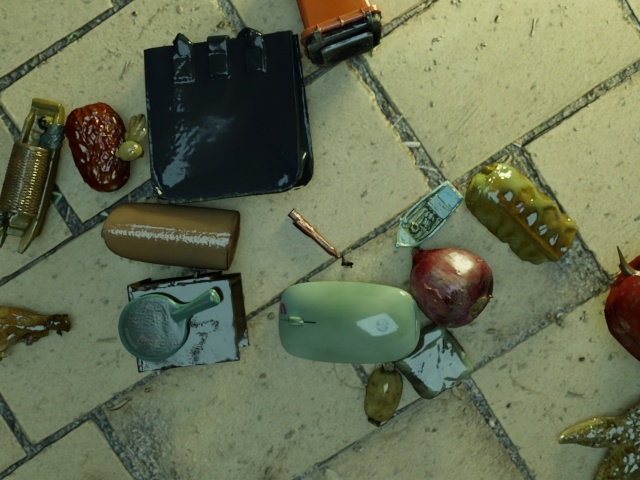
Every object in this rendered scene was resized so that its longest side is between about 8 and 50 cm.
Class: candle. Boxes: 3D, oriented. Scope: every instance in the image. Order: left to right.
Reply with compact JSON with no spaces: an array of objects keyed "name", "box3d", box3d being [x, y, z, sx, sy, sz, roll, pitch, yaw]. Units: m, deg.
[{"name":"candle","box3d":[-0.001,0.001,1.727,0.167,0.021,0.026,42,73,0]}]

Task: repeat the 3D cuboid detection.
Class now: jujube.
[{"name":"jujube","box3d":[-0.433,-0.182,1.696,0.112,0.109,0.176,-8,102,38]}]

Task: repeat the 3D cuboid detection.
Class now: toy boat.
[{"name":"toy boat","box3d":[-0.573,-0.127,1.692,0.089,0.115,0.310,16,93,3]},{"name":"toy boat","box3d":[0.211,-0.047,1.699,0.173,0.059,0.069,-43,91,3]}]

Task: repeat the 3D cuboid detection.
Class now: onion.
[{"name":"onion","box3d":[0.240,0.075,1.671,0.159,0.159,0.195,-51,54,3]}]

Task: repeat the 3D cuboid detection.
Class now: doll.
[{"name":"doll","box3d":[-0.361,-0.198,1.650,0.061,0.051,0.093,-4,87,42]}]

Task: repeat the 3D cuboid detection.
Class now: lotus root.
[{"name":"lotus root","box3d":[0.127,0.301,1.717,0.072,0.063,0.152,10,97,11]}]

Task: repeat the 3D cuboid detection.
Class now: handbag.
[{"name":"handbag","box3d":[-0.177,-0.243,1.662,0.303,0.122,0.329,-5,90,12]}]

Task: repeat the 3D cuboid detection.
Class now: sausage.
[{"name":"sausage","box3d":[-0.289,-0.012,1.686,0.253,0.123,0.123,7,93,1]}]

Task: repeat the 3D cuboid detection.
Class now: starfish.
[{"name":"starfish","box3d":[0.700,0.412,1.699,0.432,0.082,0.324,-26,88,0]}]

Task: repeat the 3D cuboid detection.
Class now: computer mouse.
[{"name":"computer mouse","box3d":[0.050,0.160,1.670,0.288,0.097,0.159,1,91,14]}]

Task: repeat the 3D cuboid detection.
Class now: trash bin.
[{"name":"trash bin","box3d":[0.013,-0.471,1.632,0.161,0.184,0.238,-20,86,2]}]

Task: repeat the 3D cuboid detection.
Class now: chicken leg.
[{"name":"chicken leg","box3d":[-0.607,0.182,1.724,0.207,0.085,0.101,-2,49,-5]}]

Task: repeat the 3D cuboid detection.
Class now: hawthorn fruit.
[{"name":"hawthorn fruit","box3d":[0.668,0.134,1.608,0.262,0.258,0.258,9,93,14]}]

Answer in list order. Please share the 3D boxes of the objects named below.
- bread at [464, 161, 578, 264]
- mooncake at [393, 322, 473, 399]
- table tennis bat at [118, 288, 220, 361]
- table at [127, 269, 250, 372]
[{"name":"bread","box3d":[0.389,-0.050,1.685,0.232,0.088,0.128,40,101,-5]},{"name":"mooncake","box3d":[0.220,0.238,1.705,0.130,0.073,0.125,-36,88,3]},{"name":"table tennis bat","box3d":[-0.275,0.143,1.570,0.201,0.033,0.124,-27,93,7]},{"name":"table","box3d":[-0.250,0.146,1.668,0.193,0.169,0.172,-6,92,3]}]
